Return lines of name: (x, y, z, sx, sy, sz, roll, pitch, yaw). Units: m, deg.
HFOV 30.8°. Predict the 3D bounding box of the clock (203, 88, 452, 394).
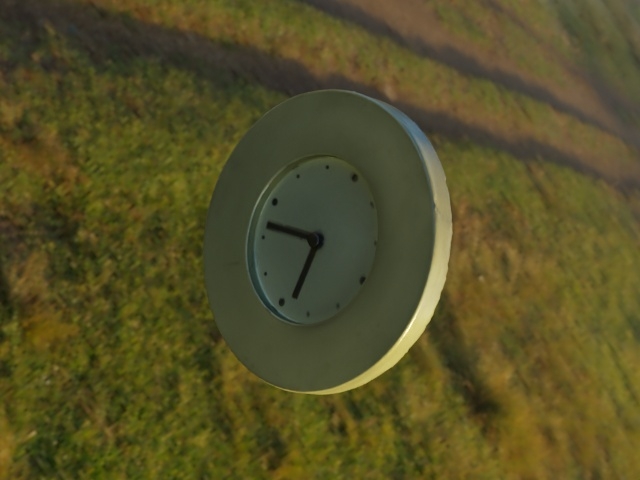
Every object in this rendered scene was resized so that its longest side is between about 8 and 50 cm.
clock: (0.000, 0.000, 0.891, 0.029, 0.235, 0.235, 12, 46, -49)
